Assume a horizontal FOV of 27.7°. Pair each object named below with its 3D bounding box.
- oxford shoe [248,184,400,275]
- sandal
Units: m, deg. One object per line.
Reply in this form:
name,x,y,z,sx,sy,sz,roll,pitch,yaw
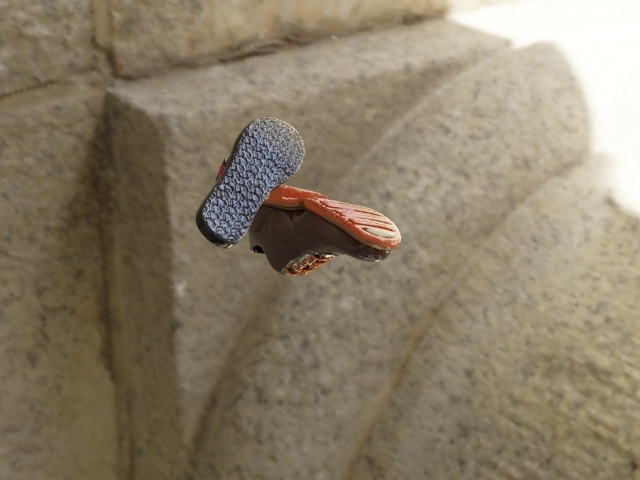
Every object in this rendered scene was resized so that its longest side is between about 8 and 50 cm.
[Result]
oxford shoe,0.000,0.000,1.474,0.097,0.271,0.098,12,95,-29
sandal,-0.074,-0.057,1.259,0.067,0.040,0.179,42,49,-10
